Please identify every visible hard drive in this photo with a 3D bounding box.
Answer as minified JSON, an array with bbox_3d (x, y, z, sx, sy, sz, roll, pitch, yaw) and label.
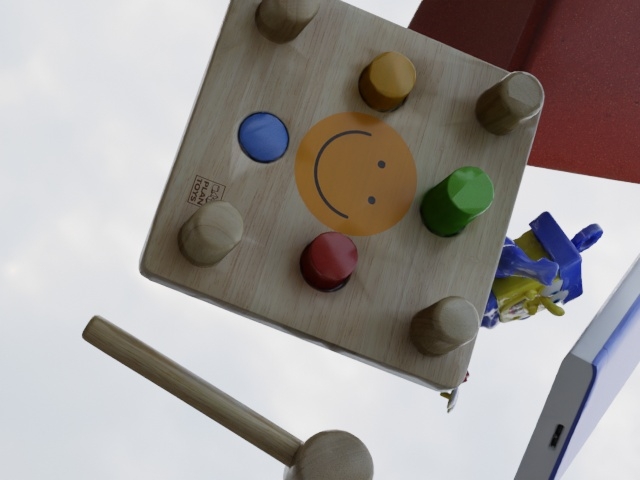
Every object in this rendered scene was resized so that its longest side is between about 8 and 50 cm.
[{"bbox_3d":[0.304,0.118,1.995,0.040,0.318,0.210,28,-51,15],"label":"hard drive"}]

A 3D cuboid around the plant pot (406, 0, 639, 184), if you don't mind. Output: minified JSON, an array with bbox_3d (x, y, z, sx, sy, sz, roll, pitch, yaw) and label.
[{"bbox_3d":[0.263,-0.221,1.893,0.267,0.267,0.236,-123,-134,-57],"label":"plant pot"}]

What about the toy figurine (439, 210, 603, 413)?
[{"bbox_3d":[0.174,0.007,1.890,0.362,0.217,0.191,70,-5,-65],"label":"toy figurine"}]

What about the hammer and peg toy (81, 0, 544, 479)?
[{"bbox_3d":[0.000,0.000,1.373,0.266,0.361,0.127,23,-19,-11],"label":"hammer and peg toy"}]
